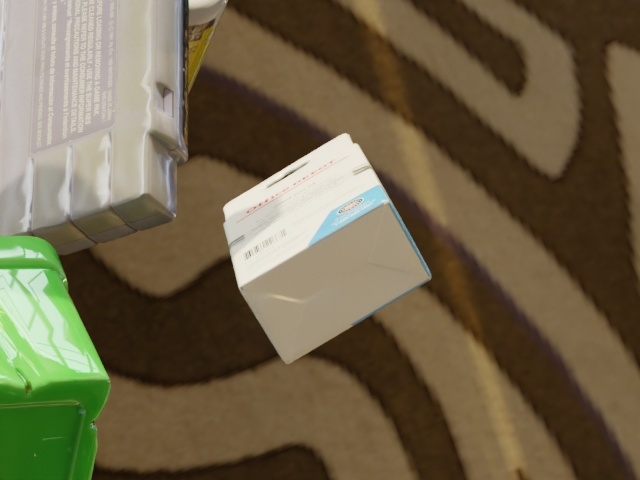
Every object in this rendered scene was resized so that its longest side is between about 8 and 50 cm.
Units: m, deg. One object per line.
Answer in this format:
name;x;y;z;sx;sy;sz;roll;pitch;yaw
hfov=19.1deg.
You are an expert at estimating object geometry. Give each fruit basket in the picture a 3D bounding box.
fruit basket;-0.374;0.121;1.352;0.392;0.392;0.283;-3;113;-43

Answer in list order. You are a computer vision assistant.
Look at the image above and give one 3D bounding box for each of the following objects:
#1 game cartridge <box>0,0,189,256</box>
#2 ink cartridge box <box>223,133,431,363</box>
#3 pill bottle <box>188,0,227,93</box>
game cartridge;-0.215;-0.146;1.579;0.068;0.230;0.355;48;34;-53
ink cartridge box;0.000;0.000;1.199;0.060;0.104;0.180;58;4;-17
pill bottle;-0.167;-0.176;1.760;0.117;0.215;0.117;13;47;-14
